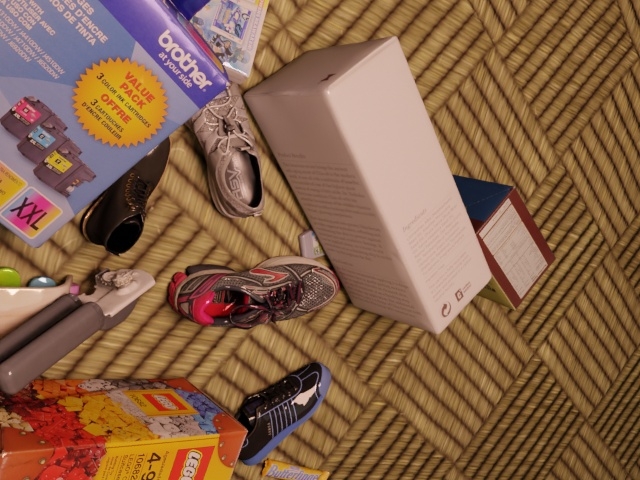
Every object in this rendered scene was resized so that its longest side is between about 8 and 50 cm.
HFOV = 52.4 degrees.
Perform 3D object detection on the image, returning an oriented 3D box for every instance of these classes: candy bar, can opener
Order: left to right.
[{"bbox_3d":[-0.333,0.119,0.897,0.280,0.074,0.093,-41,140,-54],"label":"can opener"},{"bbox_3d":[-0.050,0.457,1.272,0.161,0.018,0.040,27,88,-34],"label":"candy bar"}]

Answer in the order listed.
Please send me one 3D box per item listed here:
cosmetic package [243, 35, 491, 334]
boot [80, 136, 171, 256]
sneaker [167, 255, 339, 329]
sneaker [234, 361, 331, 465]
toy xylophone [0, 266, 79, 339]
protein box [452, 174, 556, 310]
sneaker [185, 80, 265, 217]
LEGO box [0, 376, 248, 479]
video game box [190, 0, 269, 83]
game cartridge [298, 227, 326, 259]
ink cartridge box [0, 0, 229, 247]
[{"bbox_3d":[0.086,-0.082,1.076,0.161,0.230,0.453,-41,120,-24],"label":"cosmetic package"},{"bbox_3d":[-0.259,-0.069,0.936,0.076,0.137,0.198,30,86,-33],"label":"boot"},{"bbox_3d":[-0.097,0.100,1.094,0.299,0.112,0.121,-6,106,-31],"label":"sneaker"},{"bbox_3d":[-0.081,0.299,1.174,0.232,0.081,0.090,-46,128,-11],"label":"sneaker"},{"bbox_3d":[-0.495,0.134,0.878,0.322,0.081,0.236,13,96,-33],"label":"toy xylophone"},{"bbox_3d":[0.303,-0.003,1.255,0.136,0.199,0.201,-48,122,-12],"label":"protein box"},{"bbox_3d":[-0.137,-0.164,0.995,0.105,0.115,0.282,-28,113,-23],"label":"sneaker"},{"bbox_3d":[-0.369,0.457,0.913,0.372,0.193,0.501,13,99,-48],"label":"LEGO box"},{"bbox_3d":[-0.168,-0.353,0.926,0.187,0.048,0.205,18,78,-21],"label":"video game box"},{"bbox_3d":[0.000,0.000,1.184,0.083,0.017,0.056,-18,108,-27],"label":"game cartridge"},{"bbox_3d":[-0.300,-0.221,0.791,0.395,0.151,0.270,-40,121,6],"label":"ink cartridge box"}]
